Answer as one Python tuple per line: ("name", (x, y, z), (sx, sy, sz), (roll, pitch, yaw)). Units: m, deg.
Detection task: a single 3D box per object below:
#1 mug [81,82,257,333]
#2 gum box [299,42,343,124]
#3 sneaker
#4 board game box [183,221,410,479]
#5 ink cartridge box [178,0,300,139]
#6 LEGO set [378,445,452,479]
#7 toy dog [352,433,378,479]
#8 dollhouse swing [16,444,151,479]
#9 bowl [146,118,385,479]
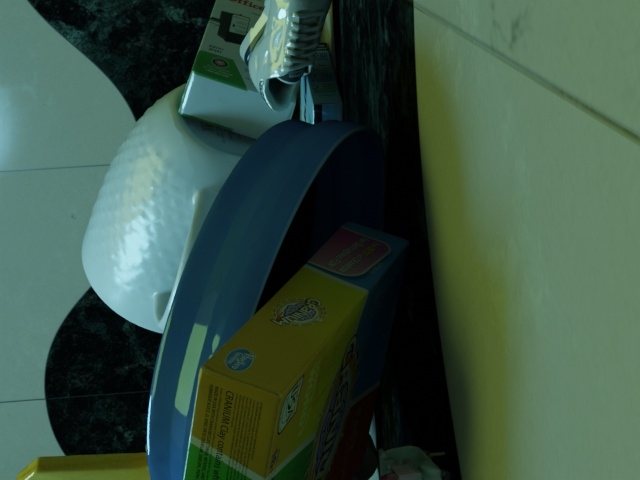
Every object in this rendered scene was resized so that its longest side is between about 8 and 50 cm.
("mug", (-0.184, -0.032, 2.041), (0.374, 0.276, 0.328), (-88, 19, -45))
("gum box", (0.000, -0.150, 1.833), (0.184, 0.041, 0.157), (-103, 11, -58))
("sneaker", (-0.028, -0.261, 1.736), (0.235, 0.090, 0.095), (117, 143, -52))
("board game box", (-0.022, 0.149, 1.149), (0.316, 0.064, 0.242), (-45, -31, -61))
("ink cartridge box", (-0.100, -0.248, 1.981), (0.208, 0.153, 0.087), (-80, 9, -46))
("LEGO set", (0.053, 0.307, 1.139), (0.132, 0.107, 0.287), (-148, 55, -84))
("toy dog", (-0.046, 0.360, 1.591), (0.220, 0.161, 0.334), (-131, 59, -66))
("dollhouse swing", (-0.236, 0.474, 1.932), (0.315, 0.305, 0.347), (-113, 15, -45))
("bowl", (-0.044, 0.074, 1.264), (0.391, 0.077, 0.391), (17, -90, -76))
